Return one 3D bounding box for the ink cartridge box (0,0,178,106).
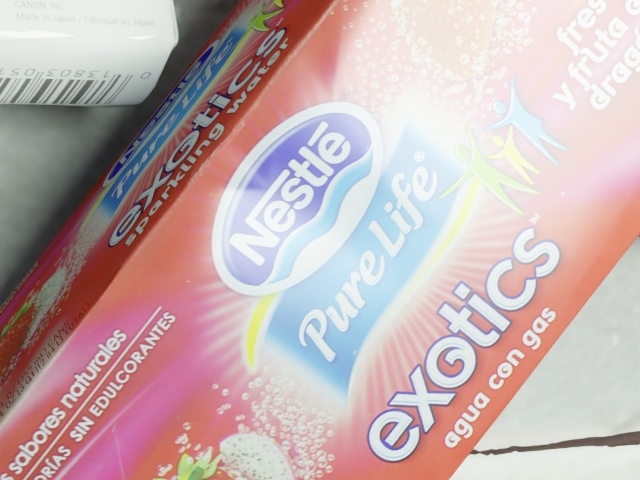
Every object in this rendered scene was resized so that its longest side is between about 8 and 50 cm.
[{"bbox_3d":[-0.149,-0.153,0.502,0.181,0.056,0.224,-1,69,-28],"label":"ink cartridge box"}]

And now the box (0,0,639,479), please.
[{"bbox_3d":[0.000,0.000,0.510,0.123,0.128,0.257,38,89,-17],"label":"box"}]
